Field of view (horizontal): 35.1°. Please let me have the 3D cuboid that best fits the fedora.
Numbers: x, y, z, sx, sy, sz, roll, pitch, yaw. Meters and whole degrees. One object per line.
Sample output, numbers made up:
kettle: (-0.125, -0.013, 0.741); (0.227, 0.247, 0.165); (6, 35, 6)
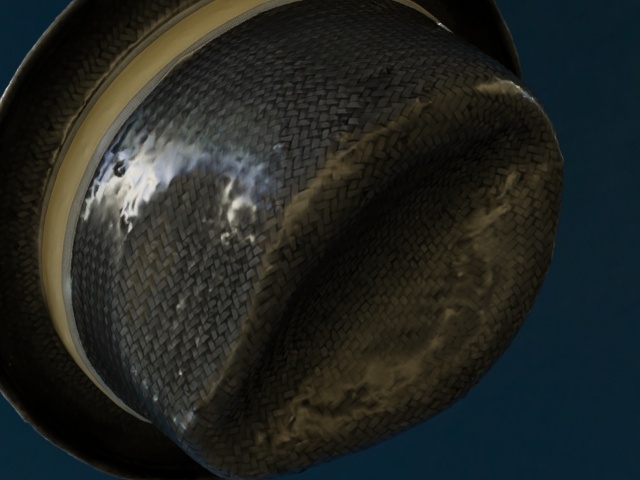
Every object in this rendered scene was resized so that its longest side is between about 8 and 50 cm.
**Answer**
fedora: (0.000, 0.000, 0.494); (0.333, 0.152, 0.334); (-10, -68, -26)
